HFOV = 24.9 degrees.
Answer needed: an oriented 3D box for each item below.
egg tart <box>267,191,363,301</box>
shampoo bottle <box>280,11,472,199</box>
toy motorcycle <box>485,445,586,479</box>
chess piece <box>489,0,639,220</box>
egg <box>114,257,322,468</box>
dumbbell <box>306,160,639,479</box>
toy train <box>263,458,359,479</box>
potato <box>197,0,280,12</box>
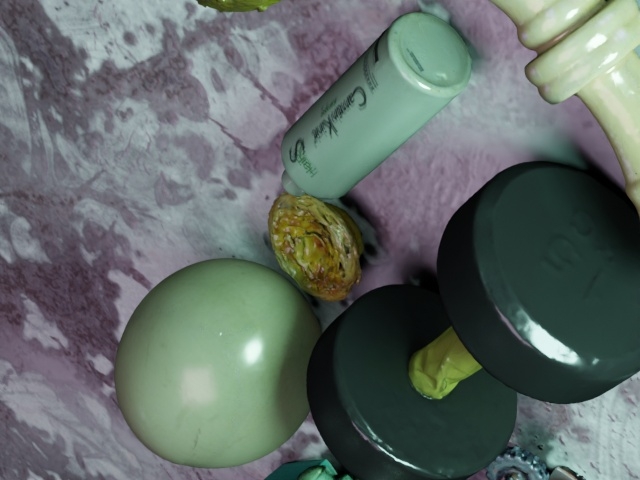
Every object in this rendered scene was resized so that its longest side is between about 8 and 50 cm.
[{"bbox_3d":[0.000,0.000,1.483,0.129,0.049,0.129,29,138,30],"label":"egg tart"},{"bbox_3d":[0.034,-0.108,1.334,0.085,0.085,0.262,48,141,-1],"label":"shampoo bottle"},{"bbox_3d":[0.243,0.299,1.488,0.212,0.084,0.118,41,132,0],"label":"toy motorcycle"},{"bbox_3d":[0.205,-0.152,1.130,0.397,0.117,0.117,52,140,-3],"label":"chess piece"},{"bbox_3d":[-0.109,0.134,1.558,0.219,0.219,0.269,43,146,6],"label":"egg"},{"bbox_3d":[0.143,0.089,1.306,0.204,0.204,0.322,46,140,2],"label":"dumbbell"},{"bbox_3d":[0.045,0.390,1.719,0.298,0.120,0.194,56,147,-10],"label":"toy train"},{"bbox_3d":[-0.046,-0.283,1.238,0.149,0.113,0.251,53,141,-8],"label":"potato"}]
